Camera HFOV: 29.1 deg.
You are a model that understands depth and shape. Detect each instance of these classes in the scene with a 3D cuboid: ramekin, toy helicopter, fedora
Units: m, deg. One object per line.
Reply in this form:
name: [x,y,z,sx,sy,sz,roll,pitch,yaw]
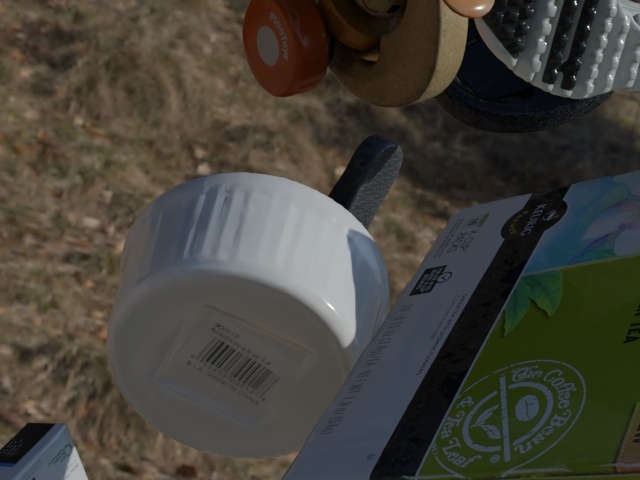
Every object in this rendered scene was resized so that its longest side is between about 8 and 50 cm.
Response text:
ramekin: [-0.075,0.084,1.202,0.277,0.277,0.135,16,36,-3]
toy helicopter: [0.040,-0.273,0.891,0.140,0.355,0.235,-17,15,-30]
fedora: [0.325,-0.297,1.981,0.334,0.334,0.152,17,-12,10]

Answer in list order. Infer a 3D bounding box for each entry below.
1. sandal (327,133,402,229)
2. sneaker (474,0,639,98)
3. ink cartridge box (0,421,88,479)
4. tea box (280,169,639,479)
sandal: [0.001,0.000,1.307,0.054,0.254,0.097,31,-3,25]
sneaker: [0.251,-0.193,1.163,0.292,0.110,0.118,9,19,-32]
ink cartridge box: [-0.290,0.380,1.346,0.065,0.332,0.165,-4,25,28]
tea box: [0.208,0.124,0.843,0.323,0.220,0.329,-12,29,37]
